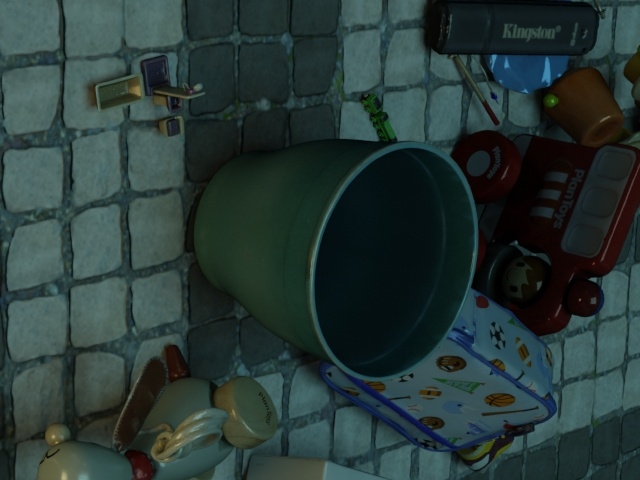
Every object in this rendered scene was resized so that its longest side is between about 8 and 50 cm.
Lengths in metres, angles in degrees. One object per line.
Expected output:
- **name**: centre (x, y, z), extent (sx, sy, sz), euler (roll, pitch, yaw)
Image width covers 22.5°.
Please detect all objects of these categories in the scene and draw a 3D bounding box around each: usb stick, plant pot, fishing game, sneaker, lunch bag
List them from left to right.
- **plant pot**: centre (0.000, 0.000, 1.868), extent (0.271, 0.255, 0.272), euler (-15, 111, -42)
- **lunch bag**: centre (0.152, 0.171, 2.089), extent (0.303, 0.243, 0.115), euler (40, 41, -39)
- **sneaker**: centre (0.260, 0.250, 2.340), extent (0.185, 0.069, 0.084), euler (-51, 140, -15)
- **usb stick**: centre (0.262, -0.287, 2.167), extent (0.278, 0.045, 0.077), euler (-4, 102, -33)
- **fishing game**: centre (0.282, -0.297, 2.231), extent (0.264, 0.041, 0.189), euler (-48, 122, -19)

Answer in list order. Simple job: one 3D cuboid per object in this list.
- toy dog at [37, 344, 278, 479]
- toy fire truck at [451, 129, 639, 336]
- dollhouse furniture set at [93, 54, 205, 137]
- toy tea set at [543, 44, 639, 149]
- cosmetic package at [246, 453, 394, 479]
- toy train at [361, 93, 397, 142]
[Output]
- **toy dog**: centre (-0.192, 0.194, 1.789), extent (0.220, 0.161, 0.333), euler (-31, 165, 8)
- **toy fire truck**: centre (0.289, -0.002, 2.159), extent (0.169, 0.254, 0.302), euler (32, 78, -45)
- **dollhouse furniture set**: centre (-0.184, -0.145, 1.769), extent (0.114, 0.081, 0.091), euler (-21, 115, -40)
- **toy tea set**: centre (0.446, -0.200, 2.373), extent (0.200, 0.124, 0.336), euler (-36, 153, 8)
- **cosmetic package**: centre (0.011, 0.403, 2.046), extent (0.224, 0.138, 0.224), euler (24, 71, -45)
- **toy train**: centre (0.078, -0.155, 2.072), extent (0.017, 0.023, 0.083), euler (-49, 130, -24)
